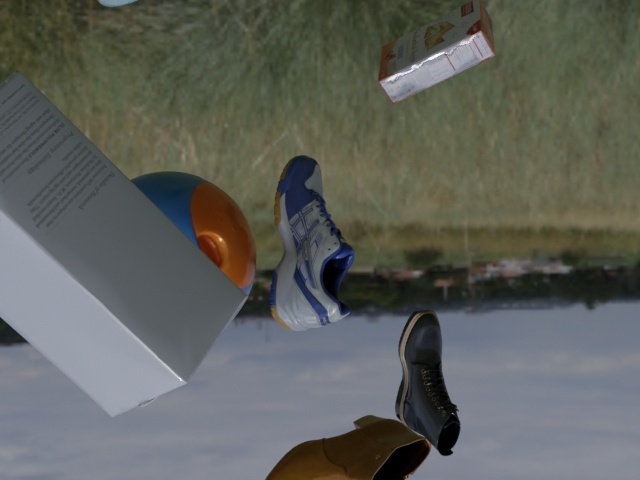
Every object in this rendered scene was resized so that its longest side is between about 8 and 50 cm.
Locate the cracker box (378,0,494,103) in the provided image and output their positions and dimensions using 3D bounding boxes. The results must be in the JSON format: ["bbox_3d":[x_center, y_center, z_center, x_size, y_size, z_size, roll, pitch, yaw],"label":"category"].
[{"bbox_3d":[0.234,-0.385,1.993,0.232,0.067,0.155,-23,-148,23],"label":"cracker box"}]

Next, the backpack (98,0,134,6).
[{"bbox_3d":[-0.141,-0.292,0.816,0.188,0.165,0.144,-29,138,16],"label":"backpack"}]

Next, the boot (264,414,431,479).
[{"bbox_3d":[0.041,0.413,1.753,0.295,0.104,0.211,-32,-167,-16],"label":"boot"}]

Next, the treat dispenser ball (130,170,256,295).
[{"bbox_3d":[-0.249,0.030,1.618,0.288,0.288,0.288,0,177,0],"label":"treat dispenser ball"}]

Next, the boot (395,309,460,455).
[{"bbox_3d":[0.180,0.218,1.516,0.077,0.197,0.137,-6,-161,-21],"label":"boot"}]

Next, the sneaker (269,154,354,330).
[{"bbox_3d":[0.000,0.000,1.595,0.131,0.296,0.112,-7,163,27],"label":"sneaker"}]

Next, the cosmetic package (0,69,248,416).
[{"bbox_3d":[-0.290,0.017,1.123,0.197,0.365,0.155,-26,-156,46],"label":"cosmetic package"}]
